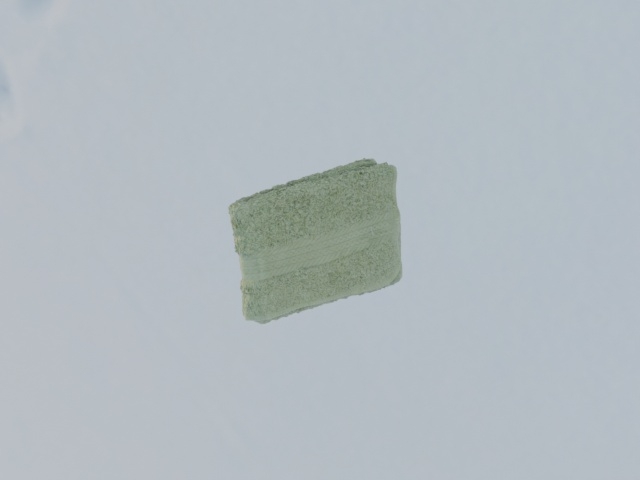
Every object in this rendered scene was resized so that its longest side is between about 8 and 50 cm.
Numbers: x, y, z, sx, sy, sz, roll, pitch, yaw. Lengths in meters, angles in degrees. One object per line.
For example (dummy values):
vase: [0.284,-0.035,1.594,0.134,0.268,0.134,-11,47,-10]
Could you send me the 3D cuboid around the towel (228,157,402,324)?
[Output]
towel: [0.000,0.000,1.293,0.027,0.148,0.110,20,121,59]
